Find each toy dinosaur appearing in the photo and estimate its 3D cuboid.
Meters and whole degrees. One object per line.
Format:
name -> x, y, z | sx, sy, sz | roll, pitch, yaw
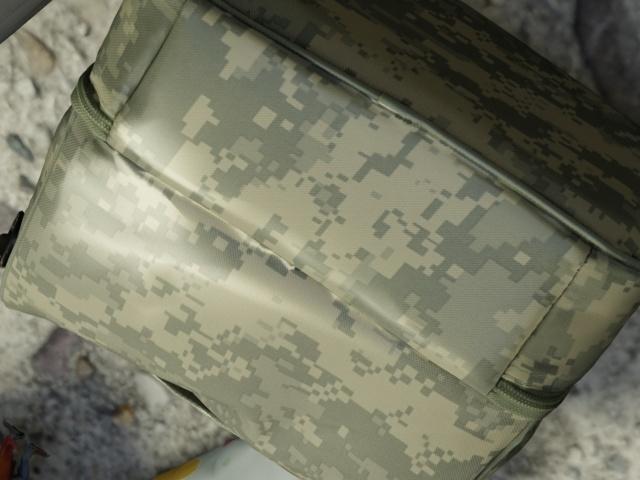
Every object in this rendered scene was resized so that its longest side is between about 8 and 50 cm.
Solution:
toy dinosaur -> -0.213, 0.156, 1.215 | 0.047, 0.090, 0.082 | 35, 87, 19

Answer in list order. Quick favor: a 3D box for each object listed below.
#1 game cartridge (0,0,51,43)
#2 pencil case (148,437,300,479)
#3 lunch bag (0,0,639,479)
game cartridge -> -0.265, -0.169, 0.987 | 0.355, 0.068, 0.230 | -43, 99, -14
pencil case -> -0.069, 0.198, 1.154 | 0.273, 0.113, 0.124 | -30, 98, 26
lunch bag -> 0.000, 0.000, 0.993 | 0.305, 0.212, 0.256 | 33, 114, 3
